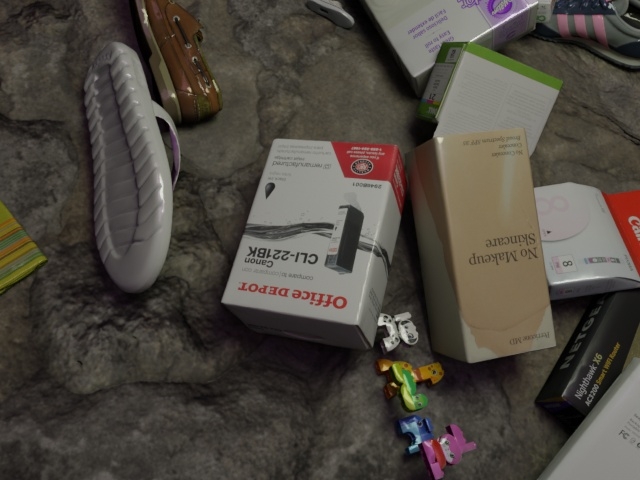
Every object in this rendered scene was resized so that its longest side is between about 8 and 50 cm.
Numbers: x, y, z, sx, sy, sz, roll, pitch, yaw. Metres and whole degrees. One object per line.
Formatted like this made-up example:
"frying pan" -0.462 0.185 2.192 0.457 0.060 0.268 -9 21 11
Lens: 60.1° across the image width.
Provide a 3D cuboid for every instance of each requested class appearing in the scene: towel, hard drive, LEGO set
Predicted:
"towel" -0.513 -0.025 0.816 0.102 0.021 0.237 -37 77 -25
"hard drive" 0.411 0.339 0.731 0.203 0.040 0.307 38 92 7
"LEGO set" 0.147 0.211 0.785 0.093 0.087 0.227 -12 65 -16

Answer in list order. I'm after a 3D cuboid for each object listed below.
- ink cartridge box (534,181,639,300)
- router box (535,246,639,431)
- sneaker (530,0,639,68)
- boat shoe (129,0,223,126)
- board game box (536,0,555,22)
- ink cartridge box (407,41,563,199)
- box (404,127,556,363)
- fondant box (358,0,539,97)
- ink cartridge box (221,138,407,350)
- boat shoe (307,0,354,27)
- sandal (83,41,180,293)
"ink cartridge box" 0.448 -0.013 0.873 0.232 0.066 0.189 -12 53 11
"router box" 0.513 0.195 0.843 0.243 0.081 0.309 37 68 7
"sneaker" 0.520 -0.448 1.067 0.319 0.131 0.112 19 67 4
"boat shoe" -0.250 -0.337 0.935 0.104 0.111 0.307 -15 82 -18
"board game box" 0.383 -0.555 1.093 0.193 0.053 0.305 12 65 25
"ink cartridge box" 0.252 -0.174 0.922 0.188 0.097 0.255 15 105 -18
"box" 0.228 0.007 0.806 0.148 0.121 0.311 -9 89 -13
"fondant box" 0.199 -0.464 1.002 0.238 0.096 0.330 -30 75 9
"ink cartridge box" 0.000 0.000 0.796 0.197 0.114 0.273 6 67 19
"boat shoe" 0.025 -0.438 1.046 0.100 0.035 0.035 30 70 11
"sandal" -0.267 -0.125 0.840 0.102 0.169 0.416 9 60 -49
